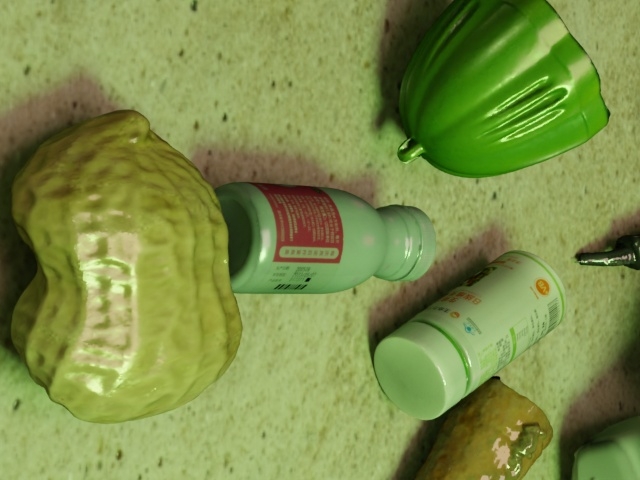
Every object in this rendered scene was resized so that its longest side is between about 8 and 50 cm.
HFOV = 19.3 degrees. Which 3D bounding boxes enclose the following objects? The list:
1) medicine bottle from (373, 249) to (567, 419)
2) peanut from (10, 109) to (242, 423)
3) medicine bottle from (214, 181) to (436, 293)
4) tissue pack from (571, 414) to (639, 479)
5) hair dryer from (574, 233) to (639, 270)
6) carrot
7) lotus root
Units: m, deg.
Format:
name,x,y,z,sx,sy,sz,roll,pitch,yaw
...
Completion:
name,x,y,z,sx,sy,sz,roll,pitch,yaw
medicine bottle,0.138,0.083,1.704,0.183,0.086,0.086,-32,113,-39
peanut,-0.148,0.019,1.415,0.197,0.110,0.233,-11,100,-43
medicine bottle,0.000,0.000,1.567,0.217,0.090,0.090,2,90,-45
tissue pack,0.423,0.277,1.809,0.236,0.333,0.229,-4,94,-43
hair dryer,0.358,-0.041,1.922,0.272,0.091,0.235,-27,100,-36
carrot,0.106,0.244,1.686,0.263,0.102,0.102,-51,123,-25
lotus root,0.133,-0.121,1.659,0.186,0.186,0.186,-1,92,-44
